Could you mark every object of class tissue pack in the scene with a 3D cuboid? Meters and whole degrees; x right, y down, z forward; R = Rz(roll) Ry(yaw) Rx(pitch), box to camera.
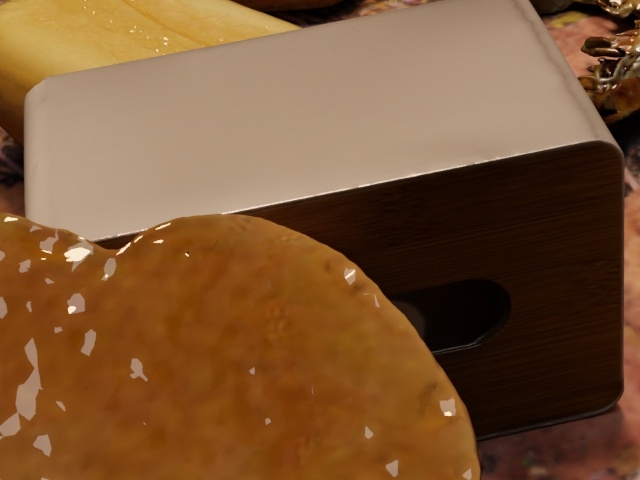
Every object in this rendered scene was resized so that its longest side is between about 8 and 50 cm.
[{"bbox_3d":[0.000,0.001,0.730,0.246,0.159,0.136,-12,40,-3],"label":"tissue pack"}]

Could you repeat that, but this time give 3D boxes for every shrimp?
[{"bbox_3d":[0.141,-0.112,0.923,0.148,0.035,0.195,29,46,32],"label":"shrimp"}]

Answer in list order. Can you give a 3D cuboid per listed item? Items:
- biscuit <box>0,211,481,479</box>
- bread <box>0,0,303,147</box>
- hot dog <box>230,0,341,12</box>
[{"bbox_3d":[-0.110,0.125,0.540,0.376,0.051,0.269,-28,72,-26],"label":"biscuit"},{"bbox_3d":[-0.088,-0.076,0.876,0.217,0.098,0.147,31,53,34],"label":"bread"},{"bbox_3d":[-0.077,-0.189,1.016,0.249,0.076,0.102,-6,48,4],"label":"hot dog"}]
